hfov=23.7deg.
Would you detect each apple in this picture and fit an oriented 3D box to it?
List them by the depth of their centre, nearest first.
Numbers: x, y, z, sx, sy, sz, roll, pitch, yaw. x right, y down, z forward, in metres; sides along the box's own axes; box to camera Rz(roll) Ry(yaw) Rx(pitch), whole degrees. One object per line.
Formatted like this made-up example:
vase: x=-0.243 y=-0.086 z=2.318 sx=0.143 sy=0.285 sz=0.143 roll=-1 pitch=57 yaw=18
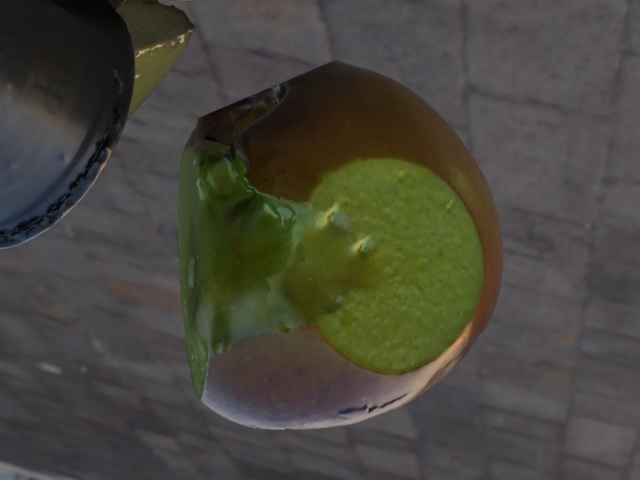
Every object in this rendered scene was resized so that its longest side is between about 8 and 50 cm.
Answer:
apple: x=0.000 y=0.000 z=1.572 sx=0.374 sy=0.384 sz=0.374 roll=15 pitch=121 yaw=26

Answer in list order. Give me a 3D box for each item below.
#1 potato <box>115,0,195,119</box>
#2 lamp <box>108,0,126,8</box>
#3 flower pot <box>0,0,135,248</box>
potato: x=-0.270 y=-0.123 z=1.280 sx=0.112 sy=0.269 sz=0.255 roll=44 pitch=-165 yaw=15
lamp: x=-0.111 y=-0.177 z=1.024 sx=0.108 sy=0.130 sz=0.371 roll=44 pitch=166 yaw=-4
flower pot: x=-0.188 y=-0.083 z=0.790 sx=0.157 sy=0.157 sz=0.107 roll=1 pitch=163 yaw=36
